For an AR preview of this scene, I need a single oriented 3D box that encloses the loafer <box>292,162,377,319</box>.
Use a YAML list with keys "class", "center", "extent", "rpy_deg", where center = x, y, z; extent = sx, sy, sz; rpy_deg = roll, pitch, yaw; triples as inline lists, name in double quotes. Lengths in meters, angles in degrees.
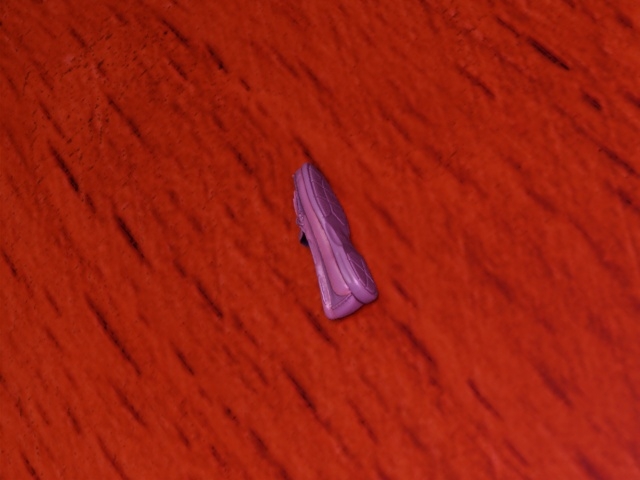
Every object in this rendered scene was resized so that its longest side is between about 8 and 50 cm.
- class: "loafer"
  center: [0.000, 0.000, 1.246]
  extent: [0.039, 0.045, 0.125]
  rpy_deg: [-36, 54, 17]
